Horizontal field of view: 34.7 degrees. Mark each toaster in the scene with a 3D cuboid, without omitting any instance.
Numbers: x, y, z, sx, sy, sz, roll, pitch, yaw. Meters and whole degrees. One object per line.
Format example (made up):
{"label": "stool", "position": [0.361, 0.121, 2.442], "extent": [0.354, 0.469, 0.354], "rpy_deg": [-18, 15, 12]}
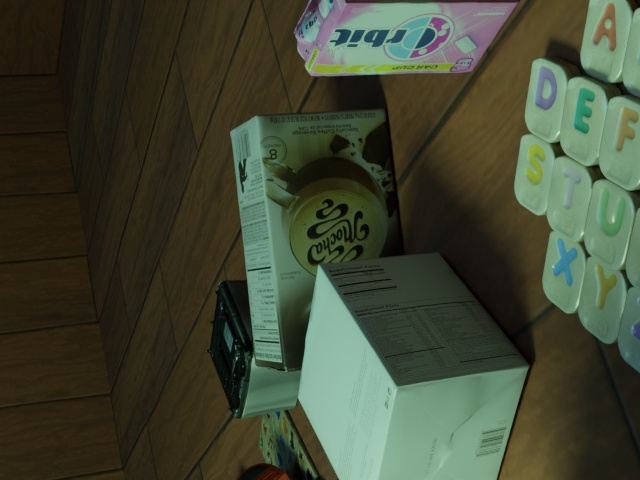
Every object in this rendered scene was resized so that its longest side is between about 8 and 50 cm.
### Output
{"label": "toaster", "position": [-0.101, 0.173, 1.609], "extent": [0.185, 0.110, 0.168], "rpy_deg": [-119, 31, -46]}

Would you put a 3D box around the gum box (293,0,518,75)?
{"label": "gum box", "position": [0.075, -0.212, 0.963], "extent": [0.107, 0.188, 0.062], "rpy_deg": [122, 138, -56]}

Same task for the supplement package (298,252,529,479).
{"label": "supplement package", "position": [0.087, 0.150, 1.070], "extent": [0.203, 0.149, 0.194], "rpy_deg": [-123, 34, -50]}

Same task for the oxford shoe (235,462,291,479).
{"label": "oxford shoe", "position": [-0.029, 0.425, 1.541], "extent": [0.271, 0.097, 0.098], "rpy_deg": [22, 142, 57]}

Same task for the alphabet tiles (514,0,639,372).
{"label": "alphabet tiles", "position": [0.241, -0.045, 0.813], "extent": [0.284, 0.021, 0.278], "rpy_deg": [-131, 41, -57]}

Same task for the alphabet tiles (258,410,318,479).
{"label": "alphabet tiles", "position": [-0.059, 0.376, 1.692], "extent": [0.237, 0.009, 0.198], "rpy_deg": [-122, 34, -50]}

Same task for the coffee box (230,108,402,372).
{"label": "coffee box", "position": [0.000, 0.000, 1.235], "extent": [0.119, 0.168, 0.297], "rpy_deg": [169, 95, -69]}
